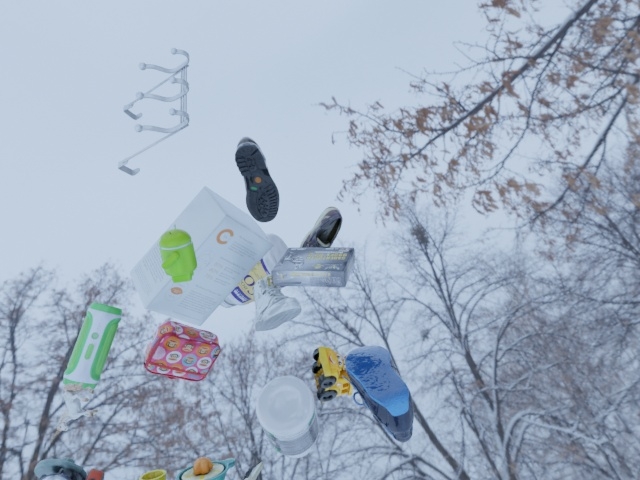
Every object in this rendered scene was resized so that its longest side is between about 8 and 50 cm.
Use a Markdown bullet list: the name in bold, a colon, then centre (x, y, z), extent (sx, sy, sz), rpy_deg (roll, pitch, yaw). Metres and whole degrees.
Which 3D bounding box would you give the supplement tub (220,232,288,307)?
- **supplement tub**: centre (-0.299, 0.137, 1.914), extent (0.331, 0.241, 0.241), rpy_deg (-26, -43, 17)

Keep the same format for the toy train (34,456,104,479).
- **toy train**: centre (-0.372, 0.464, 0.691), extent (0.190, 0.142, 0.334), rpy_deg (19, -54, -9)

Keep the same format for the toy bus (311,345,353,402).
- **toy bus**: centre (0.079, 0.507, 1.702), extent (0.211, 0.150, 0.220), rpy_deg (-5, -48, -8)

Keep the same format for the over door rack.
- **over door rack**: centre (-0.488, -0.362, 1.244), extent (0.324, 0.240, 0.108), rpy_deg (-26, -31, 35)

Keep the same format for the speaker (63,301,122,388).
- **speaker**: centre (-0.835, 0.384, 1.629), extent (0.131, 0.297, 0.131), rpy_deg (13, -14, 3)

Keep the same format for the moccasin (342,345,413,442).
- **moccasin**: centre (0.128, 0.353, 1.047), extent (0.137, 0.342, 0.117), rpy_deg (-14, -82, 0)

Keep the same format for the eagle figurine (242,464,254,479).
- **eagle figurine**: centre (-0.226, 0.830, 1.245), extent (0.298, 0.225, 0.226), rpy_deg (-35, -40, -29)

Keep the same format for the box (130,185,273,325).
- **box**: centre (-0.348, 0.053, 1.306), extent (0.345, 0.168, 0.215), rpy_deg (-47, -39, 5)

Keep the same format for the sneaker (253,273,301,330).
- **sneaker**: centre (-0.153, 0.181, 1.408), extent (0.108, 0.169, 0.292), rpy_deg (1, -21, -28)

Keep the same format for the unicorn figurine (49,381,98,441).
- **unicorn figurine**: centre (-0.707, 0.484, 1.273), extent (0.111, 0.162, 0.060), rpy_deg (-4, -5, 4)

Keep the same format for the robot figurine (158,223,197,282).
- **robot figurine**: centre (-0.293, 0.028, 0.911), extent (0.067, 0.101, 0.115), rpy_deg (-7, -69, -3)

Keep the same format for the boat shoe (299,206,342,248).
- **boat shoe**: centre (0.000, 0.000, 1.782), extent (0.102, 0.092, 0.285), rpy_deg (26, -75, -23)

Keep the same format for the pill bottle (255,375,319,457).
- **pill bottle**: centre (-0.109, 0.661, 1.622), extent (0.204, 0.204, 0.361), rpy_deg (-13, -40, -5)

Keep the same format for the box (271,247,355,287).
- **box**: centre (-0.018, 0.081, 1.401), extent (0.230, 0.183, 0.056), rpy_deg (0, -68, 15)

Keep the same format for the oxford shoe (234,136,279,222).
- **oxford shoe**: centre (-0.148, -0.146, 1.066), extent (0.082, 0.096, 0.227), rpy_deg (-10, -52, -4)

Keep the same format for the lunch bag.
- **lunch bag**: centre (-0.616, 0.506, 1.952), extent (0.293, 0.120, 0.258), rpy_deg (24, -75, -32)

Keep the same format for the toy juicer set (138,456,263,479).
- **toy juicer set**: centre (-0.300, 0.617, 1.136), extent (0.328, 0.090, 0.209), rpy_deg (-5, -6, -15)
